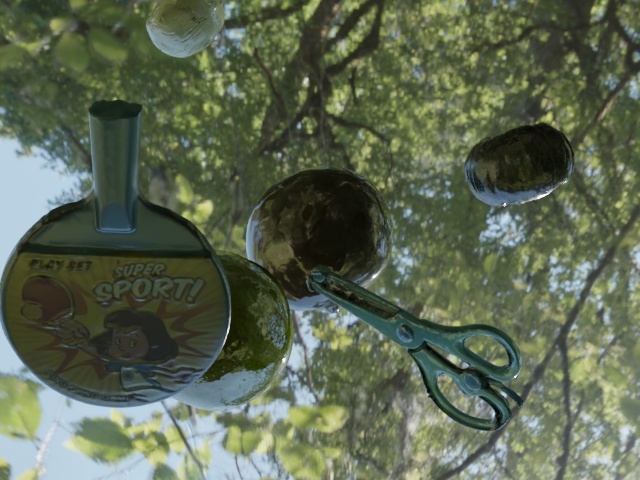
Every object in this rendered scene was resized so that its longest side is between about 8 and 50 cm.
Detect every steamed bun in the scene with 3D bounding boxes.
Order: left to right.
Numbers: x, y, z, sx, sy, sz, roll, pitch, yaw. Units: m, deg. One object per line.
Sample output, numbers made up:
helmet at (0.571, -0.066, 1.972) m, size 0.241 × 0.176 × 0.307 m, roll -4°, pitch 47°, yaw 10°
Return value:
steamed bun at (-0.192, -0.315, 1.185) m, size 0.091 × 0.130 × 0.112 m, roll 40°, pitch -90°, yaw -23°

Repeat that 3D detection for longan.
longan at (-0.002, -0.003, 1.549) m, size 0.298 × 0.297 × 0.297 m, roll 1°, pitch -123°, yaw -1°

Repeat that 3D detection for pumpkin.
pumpkin at (0.300, -0.115, 1.319) m, size 0.108 × 0.184 × 0.118 m, roll -22°, pitch -85°, yaw -41°

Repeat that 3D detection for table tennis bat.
table tennis bat at (-0.188, 0.029, 0.765) m, size 0.215 × 0.328 × 0.044 m, roll 3°, pitch -148°, yaw -9°

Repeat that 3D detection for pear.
pear at (-0.138, 0.114, 1.069) m, size 0.213 × 0.269 × 0.212 m, roll -5°, pitch -115°, yaw 11°

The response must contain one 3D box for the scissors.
scissors at (0.141, 0.149, 1.284) m, size 0.393 × 0.180 × 0.032 m, roll 30°, pitch -149°, yaw 21°
